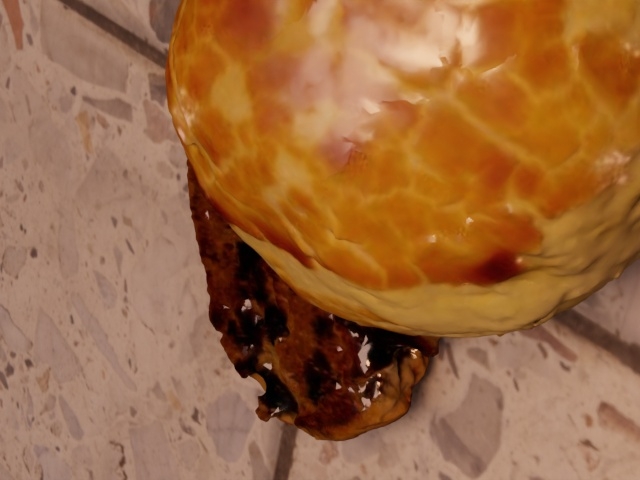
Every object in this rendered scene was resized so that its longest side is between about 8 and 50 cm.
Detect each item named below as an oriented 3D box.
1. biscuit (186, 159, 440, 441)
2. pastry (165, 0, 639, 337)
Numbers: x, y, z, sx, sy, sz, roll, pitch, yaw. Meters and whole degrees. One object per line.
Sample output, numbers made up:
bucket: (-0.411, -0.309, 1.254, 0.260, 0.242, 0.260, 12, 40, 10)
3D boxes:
biscuit: (0.003, 0.000, 1.469, 0.289, 0.081, 0.334, -4, 94, 48)
pastry: (0.074, -0.123, 1.159, 0.388, 0.312, 0.389, 8, 102, 42)
